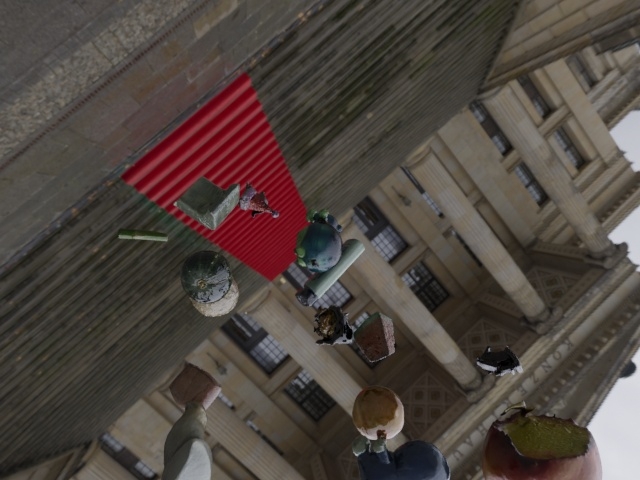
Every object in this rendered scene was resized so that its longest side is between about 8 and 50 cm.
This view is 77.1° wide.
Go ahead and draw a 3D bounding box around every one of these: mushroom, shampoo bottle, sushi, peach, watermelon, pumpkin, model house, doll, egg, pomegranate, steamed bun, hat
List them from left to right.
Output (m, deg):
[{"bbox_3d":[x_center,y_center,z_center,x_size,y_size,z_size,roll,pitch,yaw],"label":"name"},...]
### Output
[{"bbox_3d":[-0.389,0.607,1.188,0.177,0.126,0.397,-69,-163,-11],"label":"mushroom"},{"bbox_3d":[-0.456,0.543,1.465,0.144,0.175,0.106,-54,153,-15],"label":"steamed bun"},{"bbox_3d":[-0.396,0.127,1.398,0.190,0.190,0.146,-41,179,2],"label":"pumpkin"},{"bbox_3d":[-0.593,0.296,2.245,0.311,0.279,0.279,-31,-164,37],"label":"egg"},{"bbox_3d":[-0.308,-0.190,2.059,0.140,0.228,0.129,-60,175,-17],"label":"hat"},{"bbox_3d":[0.000,0.001,1.607,0.187,0.198,0.321,4,-138,10],"label":"doll"},{"bbox_3d":[0.035,0.132,1.697,0.359,0.078,0.134,-45,-159,-26],"label":"shampoo bottle"},{"bbox_3d":[0.063,0.445,2.100,0.200,0.203,0.213,-3,165,-4],"label":"sushi"},{"bbox_3d":[0.290,0.513,2.018,0.193,0.140,0.256,-48,-152,17],"label":"watermelon"},{"bbox_3d":[0.283,0.850,1.944,0.270,0.253,0.228,-80,-176,-53],"label":"pomegranate"},{"bbox_3d":[0.238,0.662,1.168,0.259,0.227,0.154,-15,-156,6],"label":"doll"},{"bbox_3d":[0.794,0.555,1.791,0.164,0.203,0.141,-30,-134,11],"label":"model house"},{"bbox_3d":[0.721,0.750,1.327,0.336,0.309,0.406,6,-174,41],"label":"peach"}]

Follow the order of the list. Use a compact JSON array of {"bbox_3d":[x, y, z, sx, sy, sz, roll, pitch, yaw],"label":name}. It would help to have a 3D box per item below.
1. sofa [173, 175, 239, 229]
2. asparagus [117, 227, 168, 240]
[{"bbox_3d":[-0.505,-0.191,1.795,0.210,0.226,0.176,-53,173,-29],"label":"sofa"},{"bbox_3d":[-0.666,-0.021,1.513,0.045,0.179,0.041,143,-50,-73],"label":"asparagus"}]
